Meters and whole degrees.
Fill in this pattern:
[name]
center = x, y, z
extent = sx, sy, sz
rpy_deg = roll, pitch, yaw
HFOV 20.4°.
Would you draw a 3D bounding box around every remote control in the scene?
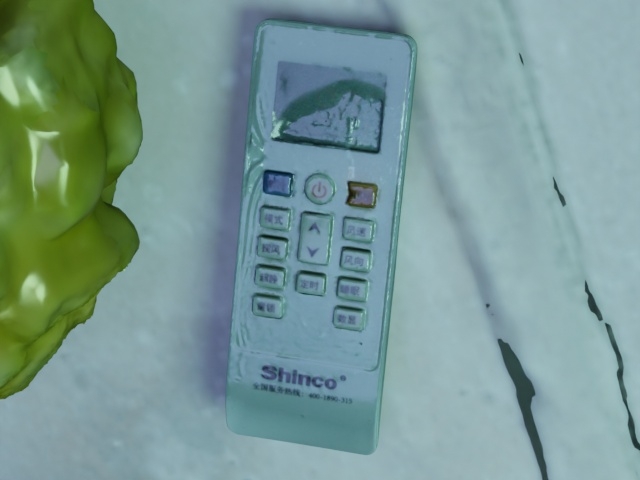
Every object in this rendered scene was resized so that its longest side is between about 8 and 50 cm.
[remote control]
center = 0.000, 0.000, 0.660
extent = 0.061, 0.029, 0.162
rpy_deg = 8, 105, 9

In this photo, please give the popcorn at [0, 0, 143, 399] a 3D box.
[popcorn]
center = -0.190, -0.030, 0.593
extent = 0.250, 0.235, 0.241
rpy_deg = 17, 136, 27
